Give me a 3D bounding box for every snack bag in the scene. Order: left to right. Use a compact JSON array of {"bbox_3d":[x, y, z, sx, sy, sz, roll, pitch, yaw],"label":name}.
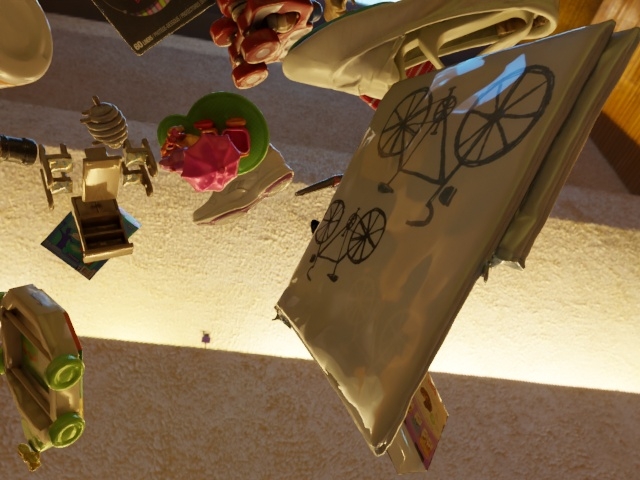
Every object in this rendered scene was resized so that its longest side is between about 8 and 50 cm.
[{"bbox_3d":[0.074,-0.020,0.440,0.037,0.342,0.323,27,-179,-22],"label":"snack bag"}]

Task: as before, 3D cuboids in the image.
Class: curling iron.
[{"bbox_3d":[0.036,-0.172,1.405,0.274,0.068,0.035,-24,-109,-36],"label":"curling iron"}]

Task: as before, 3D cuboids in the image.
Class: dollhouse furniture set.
[{"bbox_3d":[-0.483,-0.086,1.014,0.212,0.242,0.161,-12,-115,-34],"label":"dollhouse furniture set"}]

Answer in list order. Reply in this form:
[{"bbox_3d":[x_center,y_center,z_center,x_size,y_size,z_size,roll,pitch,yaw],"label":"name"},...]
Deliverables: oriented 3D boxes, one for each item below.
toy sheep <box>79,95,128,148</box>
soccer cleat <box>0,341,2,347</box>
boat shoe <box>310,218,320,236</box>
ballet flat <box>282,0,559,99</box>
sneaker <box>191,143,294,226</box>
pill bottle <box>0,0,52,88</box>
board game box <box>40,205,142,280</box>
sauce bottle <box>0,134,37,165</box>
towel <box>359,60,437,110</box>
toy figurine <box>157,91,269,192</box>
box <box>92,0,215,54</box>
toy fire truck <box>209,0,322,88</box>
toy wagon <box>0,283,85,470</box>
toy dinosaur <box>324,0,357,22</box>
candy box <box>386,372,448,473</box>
[{"bbox_3d":[-0.481,-0.262,1.023,0.091,0.132,0.091,-2,-128,2],"label":"toy sheep"},{"bbox_3d":[-0.750,0.270,1.087,0.248,0.095,0.083,8,-123,-45],"label":"soccer cleat"},{"bbox_3d":[0.000,0.000,1.350,0.049,0.040,0.142,-26,-119,10],"label":"boat shoe"},{"bbox_3d":[0.137,-0.278,0.650,0.400,0.139,0.139,-17,-139,14],"label":"ballet flat"},{"bbox_3d":[-0.225,-0.147,1.240,0.305,0.114,0.152,-31,-99,6],"label":"sneaker"},{"bbox_3d":[-0.540,-0.281,0.636,0.272,0.152,0.152,-2,-140,13],"label":"pill bottle"},{"bbox_3d":[-0.624,-0.017,1.251,0.160,0.210,0.047,44,-172,-18],"label":"board game box"},{"bbox_3d":[-0.832,-0.225,1.026,0.111,0.111,0.344,37,-162,25],"label":"sauce bottle"},{"bbox_3d":[0.234,-0.319,1.035,0.275,0.031,0.199,34,-108,-12],"label":"towel"},{"bbox_3d":[-0.166,-0.125,0.633,0.173,0.130,0.159,-1,-152,2],"label":"toy figurine"},{"bbox_3d":[-0.313,-0.462,0.705,0.165,0.270,0.143,-34,-138,4],"label":"box"},{"bbox_3d":[-0.130,-0.547,1.193,0.254,0.302,0.169,-26,-91,-24],"label":"toy fire truck"},{"bbox_3d":[-0.508,0.253,0.820,0.267,0.344,0.068,24,-155,32],"label":"toy wagon"},{"bbox_3d":[0.042,-0.541,1.054,0.093,0.183,0.053,-15,-139,38],"label":"toy dinosaur"},{"bbox_3d":[0.188,0.355,0.967,0.196,0.070,0.165,-25,-89,-60],"label":"candy box"}]
